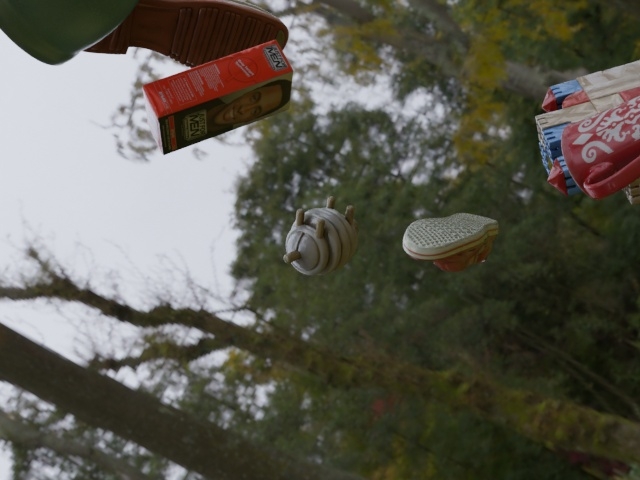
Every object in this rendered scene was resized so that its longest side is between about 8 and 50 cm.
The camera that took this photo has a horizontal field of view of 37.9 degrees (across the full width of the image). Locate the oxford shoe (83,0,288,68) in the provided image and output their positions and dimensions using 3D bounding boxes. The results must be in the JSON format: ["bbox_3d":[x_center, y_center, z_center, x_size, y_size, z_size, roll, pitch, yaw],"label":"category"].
[{"bbox_3d":[-0.241,-0.381,1.522,0.396,0.147,0.140,5,-43,-29],"label":"oxford shoe"}]

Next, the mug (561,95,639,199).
[{"bbox_3d":[0.420,-0.120,1.219,0.169,0.113,0.150,-27,50,43],"label":"mug"}]

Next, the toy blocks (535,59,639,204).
[{"bbox_3d":[0.484,-0.176,1.557,0.381,0.260,0.191,-93,-14,-56],"label":"toy blocks"}]

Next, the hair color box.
[{"bbox_3d":[-0.100,-0.141,0.917,0.141,0.043,0.072,-23,-21,-14],"label":"hair color box"}]

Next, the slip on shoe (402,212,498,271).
[{"bbox_3d":[0.246,0.012,1.723,0.331,0.123,0.101,-11,-67,-63],"label":"slip on shoe"}]

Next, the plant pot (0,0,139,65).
[{"bbox_3d":[-0.316,-0.396,1.183,0.293,0.196,0.293,-21,-90,-77],"label":"plant pot"}]

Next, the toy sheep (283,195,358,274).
[{"bbox_3d":[0.000,0.000,1.143,0.132,0.091,0.091,-21,-43,-43],"label":"toy sheep"}]
